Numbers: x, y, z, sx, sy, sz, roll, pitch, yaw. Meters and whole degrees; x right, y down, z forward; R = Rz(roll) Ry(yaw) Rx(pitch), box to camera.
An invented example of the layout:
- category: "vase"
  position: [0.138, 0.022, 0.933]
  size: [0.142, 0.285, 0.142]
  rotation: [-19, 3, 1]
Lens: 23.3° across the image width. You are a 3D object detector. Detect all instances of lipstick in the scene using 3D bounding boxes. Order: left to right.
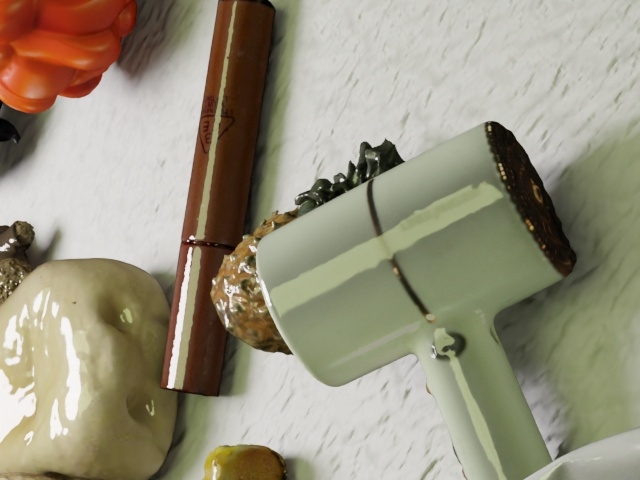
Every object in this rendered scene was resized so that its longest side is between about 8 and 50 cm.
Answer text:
- category: "lipstick"
  position: [-0.089, -0.042, 1.368]
  size: [0.057, 0.057, 0.356]
  rotation: [1, 80, 45]

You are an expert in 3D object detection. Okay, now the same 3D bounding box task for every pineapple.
- category: "pineapple"
  position: [0.000, 0.000, 1.242]
  size: [0.197, 0.108, 0.108]
  rotation: [-49, 50, 16]

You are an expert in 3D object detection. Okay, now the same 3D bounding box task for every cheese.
- category: "cheese"
  position: [-0.222, 0.131, 1.411]
  size: [0.218, 0.117, 0.235]
  rotation: [38, 109, 41]

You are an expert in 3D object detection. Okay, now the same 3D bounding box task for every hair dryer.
- category: "hair dryer"
  position: [0.110, 0.116, 1.085]
  size: [0.203, 0.128, 0.362]
  rotation: [-27, 73, 17]

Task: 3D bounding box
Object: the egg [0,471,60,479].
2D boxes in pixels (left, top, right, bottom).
- category: "egg"
  position: [-0.242, 0.313, 1.328]
  size: [0.195, 0.195, 0.233]
  rotation: [-14, 81, 41]

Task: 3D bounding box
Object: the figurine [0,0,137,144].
- category: "figurine"
  position: [-0.349, -0.220, 1.572]
  size: [0.412, 0.241, 0.306]
  rotation: [-39, 45, 43]

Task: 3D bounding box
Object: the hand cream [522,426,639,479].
- category: "hand cream"
  position: [0.177, 0.189, 0.984]
  size: [0.336, 0.076, 0.121]
  rotation: [-32, 80, 20]

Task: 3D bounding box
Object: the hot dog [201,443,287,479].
- category: "hot dog"
  position: [-0.082, 0.308, 1.257]
  size: [0.068, 0.083, 0.289]
  rotation: [-4, 76, 63]

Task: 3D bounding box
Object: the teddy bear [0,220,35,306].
- category: "teddy bear"
  position: [-0.312, 0.042, 1.549]
  size: [0.160, 0.078, 0.119]
  rotation: [44, 114, 40]
